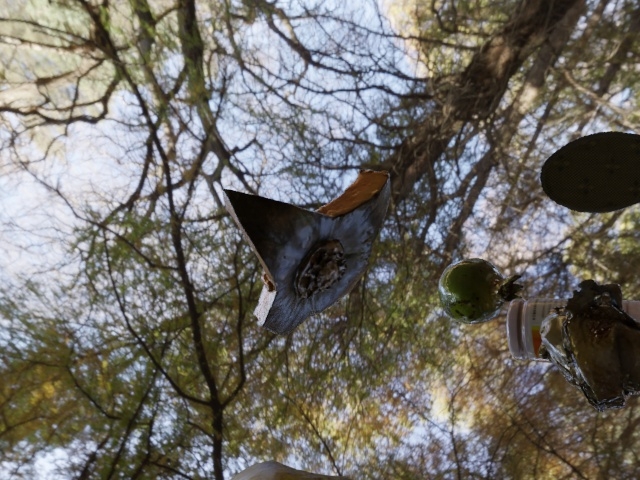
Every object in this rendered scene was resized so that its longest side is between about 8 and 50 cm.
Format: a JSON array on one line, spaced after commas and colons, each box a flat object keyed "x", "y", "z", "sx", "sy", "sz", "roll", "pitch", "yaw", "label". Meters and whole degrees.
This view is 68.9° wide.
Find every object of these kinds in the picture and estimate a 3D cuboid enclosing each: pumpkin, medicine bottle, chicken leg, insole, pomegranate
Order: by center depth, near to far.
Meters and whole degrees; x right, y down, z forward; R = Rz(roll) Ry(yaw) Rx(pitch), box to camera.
[{"x": 0.322, "y": 0.126, "z": 0.481, "sx": 0.125, "sy": 0.081, "sz": 0.196, "roll": -57, "pitch": -138, "yaw": 8, "label": "chicken leg"}, {"x": 0.443, "y": -0.094, "z": 0.629, "sx": 0.323, "sy": 0.007, "sz": 0.109, "roll": -3, "pitch": -86, "yaw": -9, "label": "insole"}, {"x": -0.015, "y": 0.022, "z": 0.699, "sx": 0.290, "sy": 0.258, "sz": 0.095, "roll": -19, "pitch": -136, "yaw": -40, "label": "pumpkin"}, {"x": 0.510, "y": 0.180, "z": 0.918, "sx": 0.250, "sy": 0.133, "sz": 0.133, "roll": -4, "pitch": -132, "yaw": 34, "label": "medicine bottle"}, {"x": 0.448, "y": 0.131, "z": 1.326, "sx": 0.199, "sy": 0.246, "sz": 0.198, "roll": 14, "pitch": -130, "yaw": -17, "label": "pomegranate"}]

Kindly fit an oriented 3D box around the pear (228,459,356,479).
[{"x": -0.019, "y": 0.271, "z": 0.358, "sx": 0.198, "sy": 0.197, "sz": 0.197, "roll": -1, "pitch": -126, "yaw": 1, "label": "pear"}]
